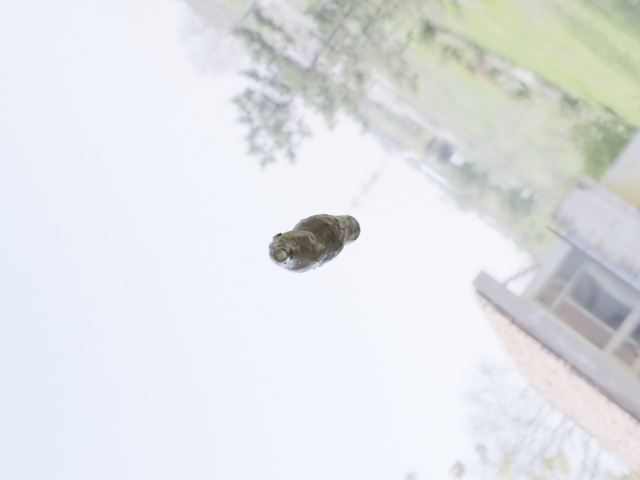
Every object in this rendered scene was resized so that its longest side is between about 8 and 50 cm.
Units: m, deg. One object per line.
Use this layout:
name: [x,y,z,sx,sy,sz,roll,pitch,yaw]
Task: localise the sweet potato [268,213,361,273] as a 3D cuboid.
sweet potato: [0.000,0.000,1.506,0.067,0.067,0.274,37,-161,14]
